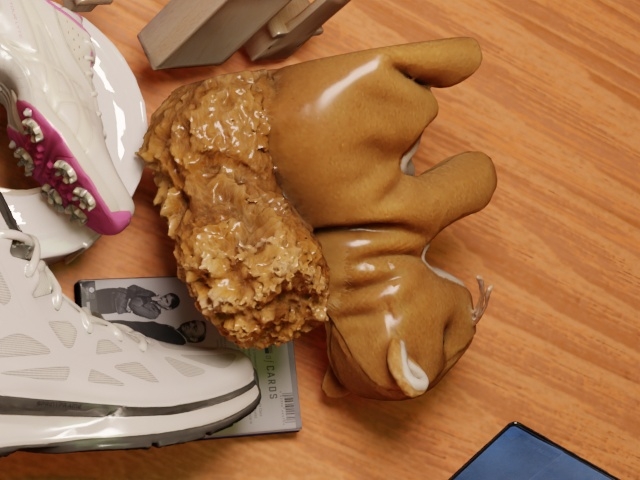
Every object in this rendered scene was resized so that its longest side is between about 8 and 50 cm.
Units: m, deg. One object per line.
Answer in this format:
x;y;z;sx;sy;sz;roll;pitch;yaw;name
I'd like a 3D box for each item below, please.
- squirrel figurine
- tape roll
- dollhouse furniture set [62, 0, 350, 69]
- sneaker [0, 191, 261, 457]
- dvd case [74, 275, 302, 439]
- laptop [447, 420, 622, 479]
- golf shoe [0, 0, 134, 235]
0.000;0.000;1.554;0.397;0.281;0.370;-11;94;-35;squirrel figurine
-0.325;-0.107;1.527;0.286;0.100;0.286;6;76;-23;tape roll
-0.152;-0.382;1.592;0.303;0.174;0.355;-11;71;-47;dollhouse furniture set
-0.247;0.066;1.402;0.448;0.169;0.257;0;91;-37;sneaker
-0.141;0.127;1.596;0.239;0.029;0.179;-1;79;-25;dvd case
0.227;0.467;1.571;0.382;0.236;0.408;30;68;-15;laptop
-0.259;-0.151;1.451;0.140;0.115;0.306;-37;96;-29;golf shoe
